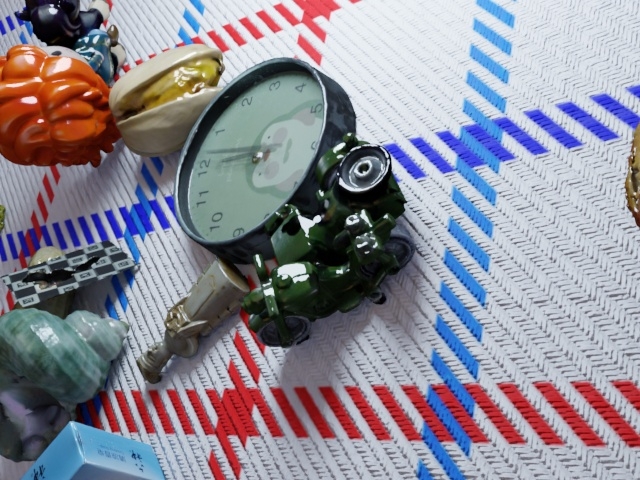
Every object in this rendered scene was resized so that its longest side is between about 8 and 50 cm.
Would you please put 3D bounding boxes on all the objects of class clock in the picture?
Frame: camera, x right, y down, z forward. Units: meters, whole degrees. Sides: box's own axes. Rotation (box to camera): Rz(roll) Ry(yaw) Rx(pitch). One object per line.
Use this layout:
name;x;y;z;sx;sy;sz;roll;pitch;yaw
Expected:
clock;-0.092;-0.122;1.313;0.319;0.066;0.318;-22;54;34

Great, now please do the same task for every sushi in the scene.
sushi;-0.408;0.062;1.466;0.201;0.031;0.139;-21;29;-27

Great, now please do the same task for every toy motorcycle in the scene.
toy motorcycle;0.000;0.000;1.113;0.275;0.127;0.205;-36;50;18

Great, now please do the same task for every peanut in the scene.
peanut;-0.472;0.108;1.516;0.090;0.099;0.214;-31;46;43

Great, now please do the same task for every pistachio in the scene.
pistachio;-0.245;-0.230;1.471;0.230;0.157;0.157;-26;51;24

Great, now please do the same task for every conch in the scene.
conch;-0.417;0.200;1.365;0.277;0.220;0.195;-36;3;-8

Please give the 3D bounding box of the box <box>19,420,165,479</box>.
box;-0.340;0.366;1.209;0.232;0.143;0.083;-49;44;10

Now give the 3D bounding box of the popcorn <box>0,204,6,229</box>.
popcorn;-0.688;-0.044;1.835;0.083;0.059;0.068;-51;42;-5

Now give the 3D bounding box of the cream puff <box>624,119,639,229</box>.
cream puff;0.388;-0.068;0.762;0.240;0.164;0.240;-35;45;45

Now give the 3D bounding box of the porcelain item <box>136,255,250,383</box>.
porcelain item;-0.192;0.120;1.276;0.213;0.054;0.084;-47;50;14

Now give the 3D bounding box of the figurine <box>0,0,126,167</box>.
figurine;-0.458;-0.303;1.597;0.241;0.306;0.411;1;61;0

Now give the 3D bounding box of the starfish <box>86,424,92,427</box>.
starfish;-0.352;0.321;1.332;0.091;0.028;0.078;25;83;43
